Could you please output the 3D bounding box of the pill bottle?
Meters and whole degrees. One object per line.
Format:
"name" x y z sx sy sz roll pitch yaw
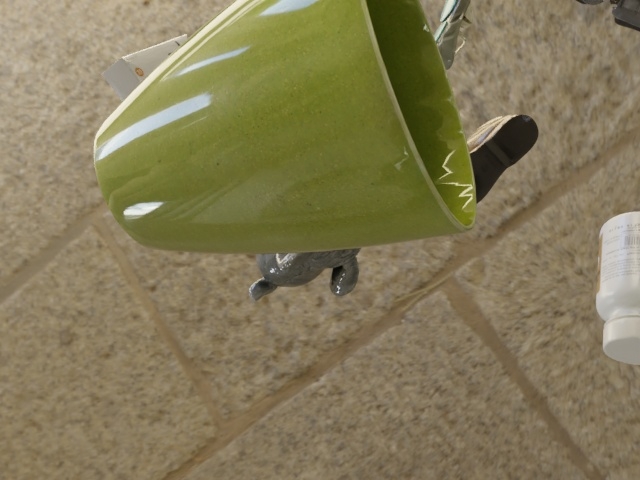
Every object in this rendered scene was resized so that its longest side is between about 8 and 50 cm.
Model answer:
"pill bottle" 0.522 0.080 1.310 0.131 0.131 0.229 3 59 19

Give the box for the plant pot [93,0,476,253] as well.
"plant pot" -0.044 -0.097 0.722 0.294 0.275 0.274 -18 81 21

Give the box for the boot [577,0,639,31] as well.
"boot" 0.455 -0.309 0.904 0.338 0.222 0.118 34 70 13

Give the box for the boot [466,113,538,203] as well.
"boot" 0.307 -0.153 1.663 0.305 0.115 0.112 -38 110 2

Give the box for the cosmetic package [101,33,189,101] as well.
"cosmetic package" -0.292 -0.307 1.473 0.060 0.239 0.099 -33 100 29

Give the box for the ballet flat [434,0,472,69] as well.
"ballet flat" 0.274 -0.438 1.630 0.068 0.072 0.213 28 71 -13

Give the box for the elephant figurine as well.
"elephant figurine" 0.000 0.000 1.195 0.239 0.169 0.185 13 116 59
